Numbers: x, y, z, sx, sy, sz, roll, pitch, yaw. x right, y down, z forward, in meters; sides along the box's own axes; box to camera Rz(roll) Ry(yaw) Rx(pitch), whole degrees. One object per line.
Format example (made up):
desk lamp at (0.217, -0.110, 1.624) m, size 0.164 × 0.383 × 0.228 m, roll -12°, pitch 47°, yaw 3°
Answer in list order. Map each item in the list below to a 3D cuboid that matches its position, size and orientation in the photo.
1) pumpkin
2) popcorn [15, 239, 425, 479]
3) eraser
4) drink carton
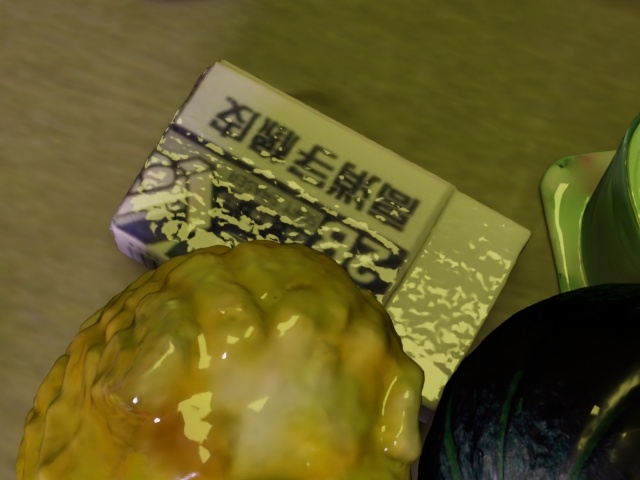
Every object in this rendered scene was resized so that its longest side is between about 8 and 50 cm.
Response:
pumpkin at (0.182, 0.131, 0.722) m, size 0.248 × 0.248 × 0.248 m, roll 0°, pitch 73°, yaw 0°
popcorn at (-0.045, 0.115, 0.738) m, size 0.203 × 0.200 × 0.226 m, roll 36°, pitch 78°, yaw -17°
eraser at (0.000, 0.000, 0.832) m, size 0.210 × 0.068 × 0.124 m, roll 29°, pitch 73°, yaw 7°
drink carton at (0.211, -0.009, 0.799) m, size 0.144 × 0.142 × 0.146 m, roll -7°, pitch 72°, yaw -3°
